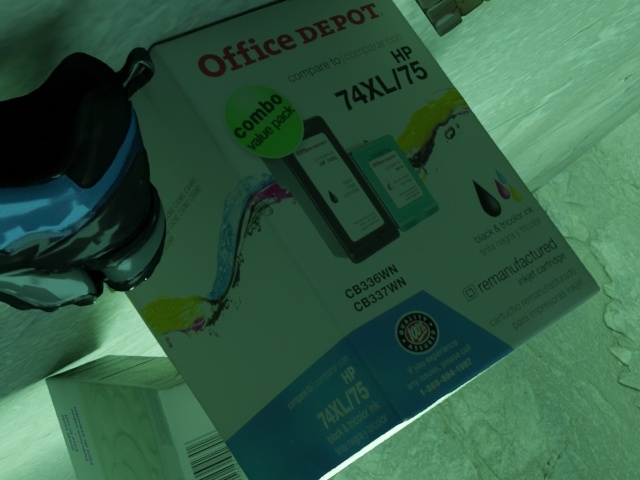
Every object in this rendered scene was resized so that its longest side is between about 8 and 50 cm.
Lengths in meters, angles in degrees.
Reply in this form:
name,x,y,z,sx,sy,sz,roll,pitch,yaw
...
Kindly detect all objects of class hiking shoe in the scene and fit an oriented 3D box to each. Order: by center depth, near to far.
name,x,y,z,sx,sy,sz,roll,pitch,yaw
hiking shoe,-0.226,-0.008,0.605,0.304,0.113,0.132,-23,138,-24

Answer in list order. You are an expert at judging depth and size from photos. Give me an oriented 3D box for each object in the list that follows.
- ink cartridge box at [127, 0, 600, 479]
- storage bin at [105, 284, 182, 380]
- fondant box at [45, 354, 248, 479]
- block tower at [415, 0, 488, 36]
name,x,y,z,sx,sy,sz,roll,pitch,yaw
ink cartridge box,0.000,0.000,0.831,0.198,0.270,0.197,-28,169,-37
storage bin,-0.027,-0.005,1.224,0.260,0.123,0.262,-40,169,37
fondant box,-0.176,0.254,1.362,0.096,0.238,0.330,-20,-173,-31
block tower,0.160,-0.243,0.662,0.335,0.097,0.091,-34,171,8
